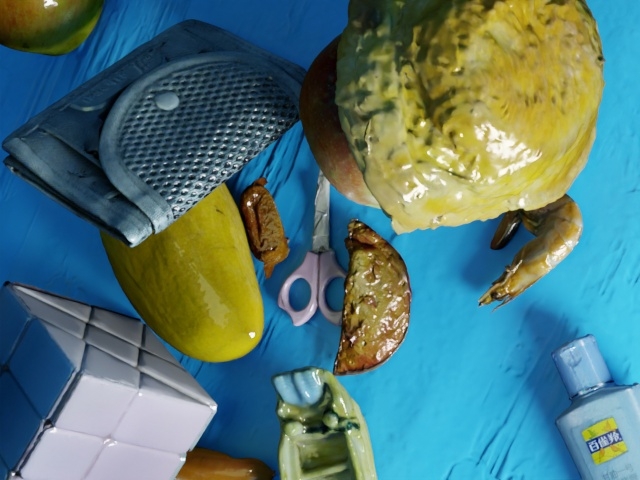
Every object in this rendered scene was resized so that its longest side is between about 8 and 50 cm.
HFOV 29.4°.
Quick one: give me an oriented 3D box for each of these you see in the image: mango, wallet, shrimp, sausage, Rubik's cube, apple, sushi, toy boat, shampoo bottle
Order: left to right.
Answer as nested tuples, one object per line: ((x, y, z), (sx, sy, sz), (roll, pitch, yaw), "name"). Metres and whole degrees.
((-0.388, -0.342, 1.657), (0.196, 0.196, 0.196), (-4, 82, 27), "apple")
((-0.308, 0.216, 1.496), (0.231, 0.221, 0.225), (39, 102, 45), "Rubik's cube")
((-0.185, -0.149, 1.475), (0.237, 0.075, 0.342), (32, 55, 26), "wallet")
((-0.182, 0.012, 1.525), (0.195, 0.142, 0.332), (-38, 65, 40), "mango")
((-0.141, 0.291, 1.526), (0.183, 0.054, 0.062), (7, 127, 25), "sausage")
((-0.072, -0.016, 1.527), (0.052, 0.055, 0.120), (-21, 78, 1), "sushi")
((0.011, 0.286, 1.435), (0.111, 0.084, 0.276), (-16, 80, 22), "toy boat")
((0.083, -0.145, 1.397), (0.207, 0.174, 0.188), (-3, 55, -15), "apple")
((0.224, 0.007, 1.378), (0.162, 0.045, 0.095), (-45, 66, 17), "shrimp")
((0.317, 0.226, 1.294), (0.103, 0.061, 0.258), (-29, 71, 22), "shampoo bottle")

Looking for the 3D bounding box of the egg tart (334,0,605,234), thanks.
((0.174, -0.186, 1.271), (0.153, 0.351, 0.340), (-24, 72, 59), "egg tart")

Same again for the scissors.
((0.000, 0.000, 1.506), (0.110, 0.021, 0.212), (0, 86, 24), "scissors")

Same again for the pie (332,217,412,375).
((0.065, 0.071, 1.453), (0.088, 0.033, 0.191), (5, 89, 9), "pie")
